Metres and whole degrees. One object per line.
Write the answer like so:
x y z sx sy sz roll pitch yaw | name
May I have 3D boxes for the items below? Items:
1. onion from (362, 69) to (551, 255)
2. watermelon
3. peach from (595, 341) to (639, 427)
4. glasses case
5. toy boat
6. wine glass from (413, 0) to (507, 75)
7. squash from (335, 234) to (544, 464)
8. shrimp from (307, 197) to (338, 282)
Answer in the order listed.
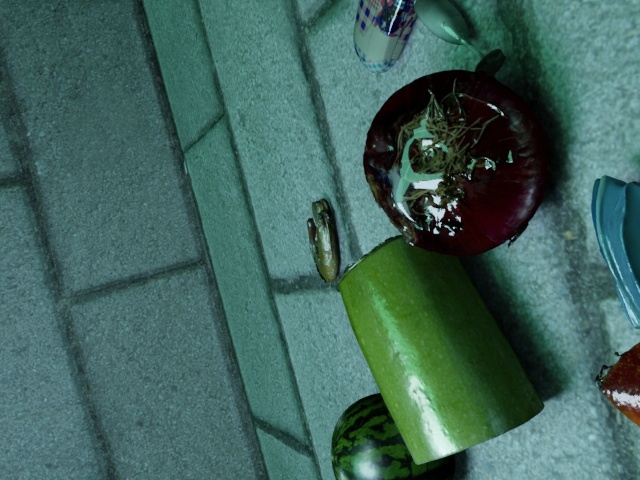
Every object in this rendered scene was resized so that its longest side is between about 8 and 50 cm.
0.226 -0.123 0.953 0.314 0.232 0.314 9 108 30 | onion
0.163 0.502 1.336 0.285 0.285 0.285 38 135 50 | watermelon
0.471 0.180 0.661 0.279 0.068 0.189 -3 79 29 | peach
0.137 -0.473 1.085 0.125 0.076 0.327 57 148 28 | glasses case
0.431 0.021 0.772 0.098 0.109 0.238 135 113 -87 | toy boat
0.234 -0.357 0.983 0.198 0.066 0.066 59 149 31 | wine glass
0.210 0.191 1.090 0.384 0.263 0.263 65 151 19 | squash
0.001 0.000 1.620 0.173 0.058 0.253 -151 49 -65 | shrimp
